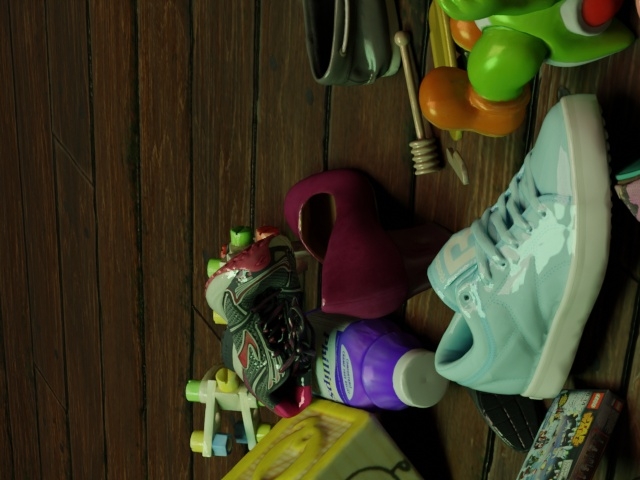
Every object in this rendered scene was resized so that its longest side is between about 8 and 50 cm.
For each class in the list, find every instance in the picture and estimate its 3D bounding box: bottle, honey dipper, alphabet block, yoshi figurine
[{"bbox_3d":[0.057,0.151,2.061,0.283,0.092,0.118,10,109,63],"label":"bottle"},{"bbox_3d":[0.103,-0.153,1.874,0.030,0.030,0.160,-7,96,65],"label":"honey dipper"},{"bbox_3d":[0.015,0.330,2.063,0.197,0.192,0.193,51,159,-19],"label":"alphabet block"},{"bbox_3d":[0.162,-0.254,1.465,0.203,0.203,0.362,60,155,20],"label":"yoshi figurine"}]

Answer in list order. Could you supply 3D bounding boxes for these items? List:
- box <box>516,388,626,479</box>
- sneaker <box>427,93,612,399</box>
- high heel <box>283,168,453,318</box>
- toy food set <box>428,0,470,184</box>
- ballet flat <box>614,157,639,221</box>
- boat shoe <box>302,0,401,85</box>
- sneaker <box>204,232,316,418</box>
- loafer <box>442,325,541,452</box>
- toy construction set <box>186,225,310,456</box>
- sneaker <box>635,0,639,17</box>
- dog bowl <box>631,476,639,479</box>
[{"bbox_3d":[0.243,0.213,1.688,0.137,0.027,0.094,-63,21,-16],"label":"box"},{"bbox_3d":[0.184,0.019,1.623,0.135,0.150,0.366,-97,11,-51],"label":"sneaker"},{"bbox_3d":[0.000,0.000,1.992,0.377,0.181,0.127,17,119,61],"label":"high heel"},{"bbox_3d":[0.157,-0.175,1.720,0.128,0.071,0.217,-110,11,-81],"label":"toy food set"},{"bbox_3d":[0.325,-0.056,1.434,0.079,0.077,0.221,54,158,1],"label":"ballet flat"},{"bbox_3d":[0.011,-0.336,1.884,0.112,0.096,0.335,1,104,64],"label":"boat shoe"},{"bbox_3d":[-0.054,0.100,2.016,0.112,0.121,0.299,50,164,30],"label":"sneaker"},{"bbox_3d":[0.192,0.164,1.848,0.061,0.062,0.170,73,171,-59],"label":"loafer"},{"bbox_3d":[-0.098,0.110,2.247,0.151,0.215,0.327,17,117,11],"label":"toy construction set"},{"bbox_3d":[0.325,-0.283,1.281,0.136,0.116,0.313,31,138,43],"label":"sneaker"},{"bbox_3d":[0.333,0.407,1.627,0.349,0.102,0.348,43,141,49],"label":"dog bowl"}]
